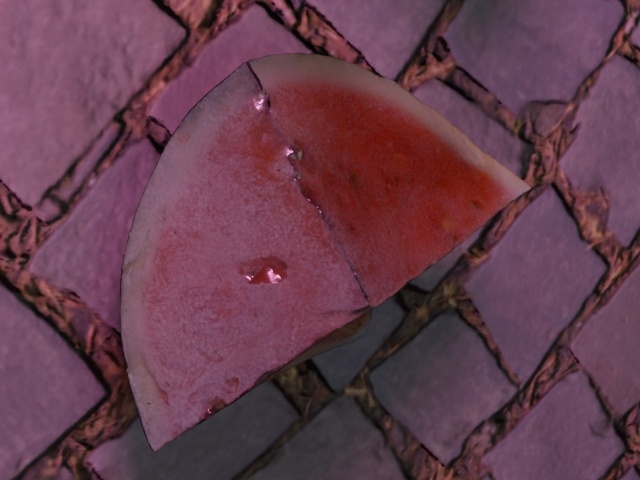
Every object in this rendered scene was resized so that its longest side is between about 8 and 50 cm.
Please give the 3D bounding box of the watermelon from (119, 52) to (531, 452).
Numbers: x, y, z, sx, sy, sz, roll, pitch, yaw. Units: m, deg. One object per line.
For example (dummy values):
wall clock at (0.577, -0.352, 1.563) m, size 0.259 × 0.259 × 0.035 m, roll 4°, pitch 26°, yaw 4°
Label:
watermelon at (0.000, 0.000, 1.198) m, size 0.260 × 0.176 × 0.256 m, roll -26°, pitch 132°, yaw -52°
